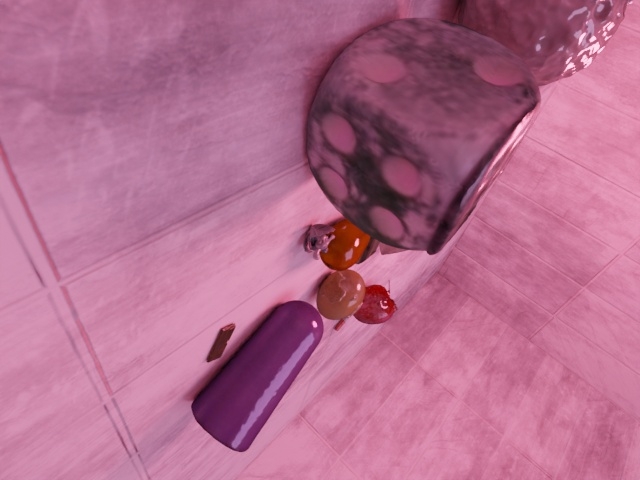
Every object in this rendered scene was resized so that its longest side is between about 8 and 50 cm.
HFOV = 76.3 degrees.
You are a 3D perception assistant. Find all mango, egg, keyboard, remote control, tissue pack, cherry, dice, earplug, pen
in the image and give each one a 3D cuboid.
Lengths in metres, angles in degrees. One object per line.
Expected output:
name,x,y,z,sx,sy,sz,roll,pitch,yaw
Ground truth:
mango,0.079,0.007,1.220,0.221,0.120,0.151,-37,155,-55
egg,0.070,0.193,1.454,0.201,0.164,0.164,-51,159,12
keyboard,-0.270,0.278,1.102,0.049,0.015,0.129,-9,134,-53
remote control,0.194,-0.048,1.439,0.128,0.065,0.335,-32,152,-36
tissue pack,0.318,-0.032,1.624,0.148,0.156,0.209,-13,175,22
cherry,0.249,0.318,1.990,0.250,0.192,0.175,-15,-179,-30
dice,0.196,-0.199,0.814,0.330,0.348,0.328,-40,158,-23
earplug,-0.165,0.379,1.237,0.456,0.215,0.215,-52,159,-9
pen,0.154,0.366,2.076,0.239,0.028,0.028,-49,159,-7

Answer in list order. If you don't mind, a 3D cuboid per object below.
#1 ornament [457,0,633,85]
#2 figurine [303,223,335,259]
ornament,0.472,-0.503,0.897,0.337,0.337,0.337,-42,157,-23
figurine,0.000,0.000,1.097,0.094,0.082,0.086,-20,122,-41
